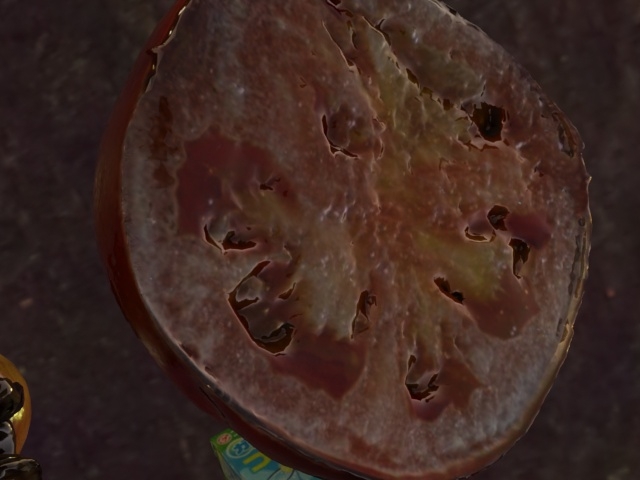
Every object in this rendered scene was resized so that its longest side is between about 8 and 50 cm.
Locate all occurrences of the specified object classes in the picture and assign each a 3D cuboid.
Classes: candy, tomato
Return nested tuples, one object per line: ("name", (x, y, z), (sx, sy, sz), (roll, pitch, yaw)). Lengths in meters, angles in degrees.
("candy", (-0.010, 0.214, 1.491), (0.097, 0.194, 0.062), (-30, 124, -15))
("tomato", (-0.004, -0.002, 1.052), (0.338, 0.144, 0.338), (11, 69, -30))

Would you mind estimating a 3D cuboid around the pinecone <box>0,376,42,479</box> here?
("pinecone", (-0.316, 0.148, 1.079), (0.296, 0.242, 0.298), (24, 46, 1))

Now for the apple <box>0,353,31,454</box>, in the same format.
("apple", (-0.424, 0.194, 1.820), (0.235, 0.210, 0.173), (0, 81, 3))
